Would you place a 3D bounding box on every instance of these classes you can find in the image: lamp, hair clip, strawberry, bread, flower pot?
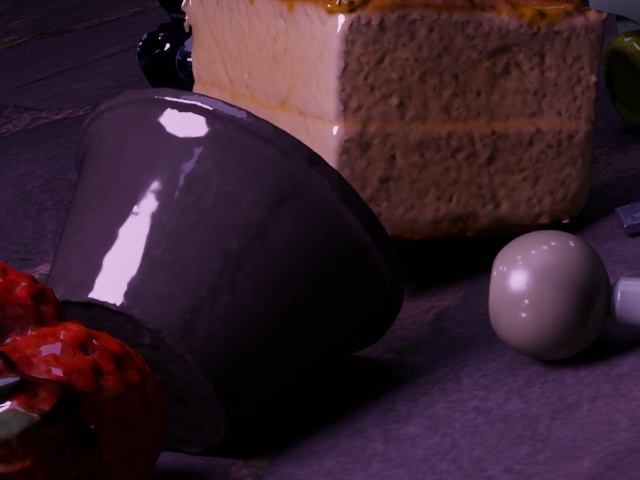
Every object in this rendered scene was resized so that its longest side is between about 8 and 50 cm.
[{"bbox_3d":[0.199,0.043,1.336,0.163,0.091,0.091,7,24,13],"label":"lamp"},{"bbox_3d":[-0.076,-0.286,2.282,0.310,0.206,0.194,-26,25,-32],"label":"hair clip"},{"bbox_3d":[-0.236,0.129,1.231,0.238,0.250,0.288,-52,-1,-3],"label":"strawberry"},{"bbox_3d":[0.059,-0.120,1.617,0.279,0.207,0.279,-2,12,-31],"label":"bread"},{"bbox_3d":[-0.092,0.041,1.370,0.269,0.269,0.166,0,47,39],"label":"flower pot"}]

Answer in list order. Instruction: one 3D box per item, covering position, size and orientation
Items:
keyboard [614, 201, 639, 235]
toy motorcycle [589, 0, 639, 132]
[{"bbox_3d":[0.325,-0.037,1.548,0.176,0.014,0.055,-14,18,4],"label":"keyboard"},{"bbox_3d":[0.389,-0.196,1.673,0.191,0.200,0.326,-22,18,-19],"label":"toy motorcycle"}]
